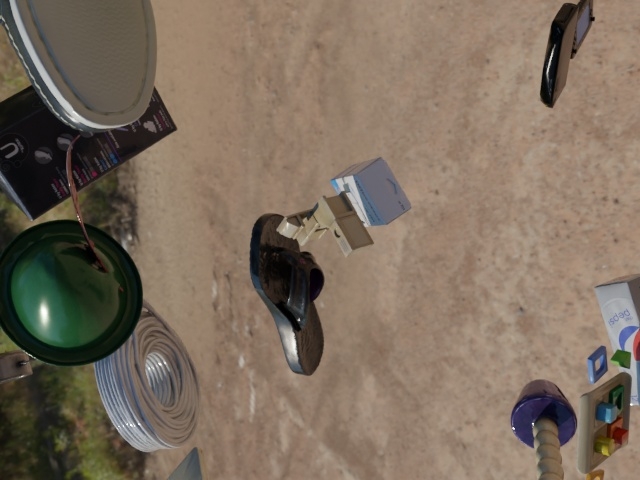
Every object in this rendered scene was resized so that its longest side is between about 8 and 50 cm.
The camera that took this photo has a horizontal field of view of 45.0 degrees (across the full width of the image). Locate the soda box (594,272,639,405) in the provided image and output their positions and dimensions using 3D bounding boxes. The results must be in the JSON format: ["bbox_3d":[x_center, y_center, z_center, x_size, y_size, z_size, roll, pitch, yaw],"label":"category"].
[{"bbox_3d":[0.723,0.224,1.753,0.091,0.098,0.286,-18,87,54],"label":"soda box"}]

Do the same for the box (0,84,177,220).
[{"bbox_3d":[-0.393,-0.178,1.214,0.165,0.270,0.143,26,147,52],"label":"box"}]

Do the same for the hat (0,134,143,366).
[{"bbox_3d":[-0.278,0.038,0.861,0.208,0.173,0.183,50,155,-8],"label":"hat"}]

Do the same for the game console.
[{"bbox_3d":[0.604,-0.495,1.860,0.044,0.361,0.213,18,140,23],"label":"game console"}]

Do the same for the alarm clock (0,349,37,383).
[{"bbox_3d":[-0.632,0.253,1.539,0.192,0.129,0.064,-15,85,23],"label":"alarm clock"}]

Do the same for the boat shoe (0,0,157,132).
[{"bbox_3d":[-0.211,-0.212,0.594,0.091,0.114,0.302,-27,74,43],"label":"boat shoe"}]

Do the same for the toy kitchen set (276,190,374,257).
[{"bbox_3d":[0.000,0.000,0.885,0.075,0.068,0.083,61,144,17],"label":"toy kitchen set"}]

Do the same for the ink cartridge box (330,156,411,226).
[{"bbox_3d":[0.115,-0.110,1.809,0.140,0.082,0.190,59,167,-9],"label":"ink cartridge box"}]

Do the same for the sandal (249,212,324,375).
[{"bbox_3d":[-0.039,0.115,1.653,0.107,0.167,0.446,4,135,24],"label":"sandal"}]

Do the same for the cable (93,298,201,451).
[{"bbox_3d":[-0.316,0.261,1.429,0.257,0.089,0.257,55,-159,-45],"label":"cable"}]

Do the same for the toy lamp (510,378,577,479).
[{"bbox_3d":[0.248,0.241,0.844,0.275,0.080,0.080,-58,-30,-67],"label":"toy lamp"}]

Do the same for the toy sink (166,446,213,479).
[{"bbox_3d":[-0.210,0.489,1.295,0.234,0.131,0.153,-52,31,17],"label":"toy sink"}]

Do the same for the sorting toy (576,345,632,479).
[{"bbox_3d":[0.620,0.393,1.654,0.047,0.196,0.348,10,105,46],"label":"sorting toy"}]
